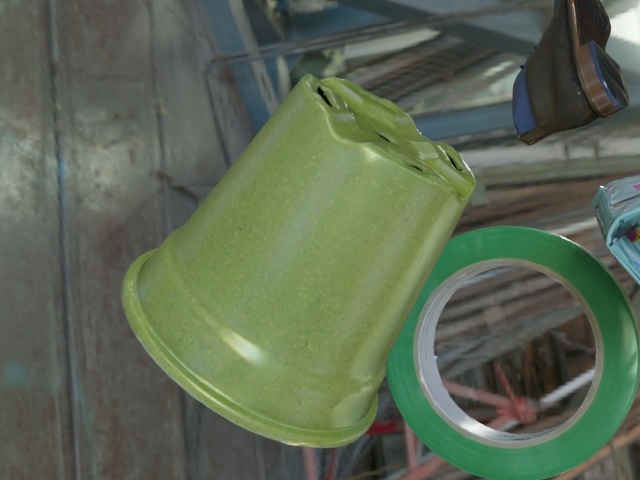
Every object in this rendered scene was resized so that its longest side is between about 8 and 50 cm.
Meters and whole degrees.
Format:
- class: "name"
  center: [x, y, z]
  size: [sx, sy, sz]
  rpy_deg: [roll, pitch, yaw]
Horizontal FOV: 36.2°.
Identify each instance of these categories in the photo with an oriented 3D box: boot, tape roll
- class: "boot"
  center: [0.234, -0.196, 0.990]
  size: [0.082, 0.106, 0.219]
  rpy_deg: [34, 41, -35]
- class: "tape roll"
  center: [0.244, 0.142, 1.255]
  size: [0.077, 0.321, 0.321]
  rpy_deg: [6, 75, -69]

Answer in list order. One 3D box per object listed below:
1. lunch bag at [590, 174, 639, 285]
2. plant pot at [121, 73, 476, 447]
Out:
- class: "lunch bag"
  center: [0.411, 0.004, 1.001]
  size: [0.223, 0.262, 0.160]
  rpy_deg: [-46, 146, -71]
- class: "plant pot"
  center: [0.000, 0.000, 0.892]
  size: [0.254, 0.276, 0.276]
  rpy_deg: [-56, -177, 21]
